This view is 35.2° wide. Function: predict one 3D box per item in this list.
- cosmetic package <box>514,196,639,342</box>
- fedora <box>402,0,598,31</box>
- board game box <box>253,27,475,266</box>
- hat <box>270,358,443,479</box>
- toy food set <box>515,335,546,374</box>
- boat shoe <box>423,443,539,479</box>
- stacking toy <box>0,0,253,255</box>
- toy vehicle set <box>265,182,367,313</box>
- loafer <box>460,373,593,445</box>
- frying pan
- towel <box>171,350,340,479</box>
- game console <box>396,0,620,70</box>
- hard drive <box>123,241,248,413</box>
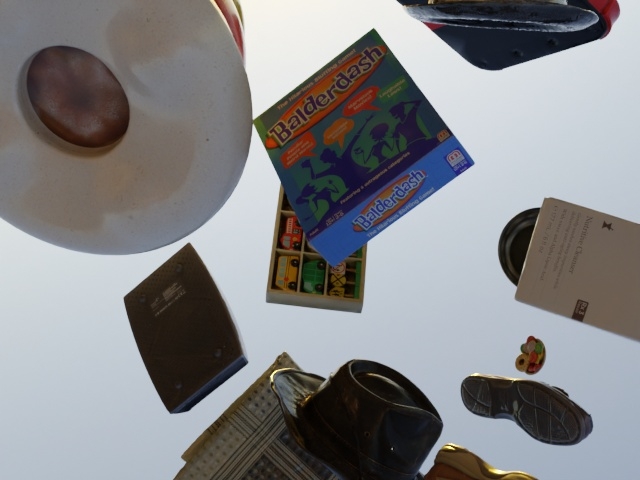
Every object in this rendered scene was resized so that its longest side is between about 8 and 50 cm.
[{"bbox_3d":[0.581,0.079,1.896,0.384,0.217,0.156,17,179,18],"label":"cosmetic package"},{"bbox_3d":[0.287,-0.416,1.593,0.333,0.153,0.334,5,-170,-1],"label":"fedora"},{"bbox_3d":[0.032,-0.095,0.963,0.160,0.047,0.210,-37,-140,9],"label":"board game box"},{"bbox_3d":[0.088,0.265,1.500,0.134,0.331,0.331,-50,-163,11],"label":"hat"},{"bbox_3d":[0.450,0.245,2.150,0.083,0.020,0.083,17,-89,65],"label":"toy food set"},{"bbox_3d":[0.227,0.356,1.262,0.116,0.123,0.324,-47,-162,-16],"label":"boat shoe"},{"bbox_3d":[-0.192,-0.239,1.141,0.350,0.351,0.480,-17,-154,23],"label":"stacking toy"},{"bbox_3d":[0.000,0.000,1.772,0.165,0.035,0.267,6,-127,-1],"label":"toy vehicle set"},{"bbox_3d":[0.391,0.297,1.867,0.095,0.109,0.302,-9,-169,-34],"label":"loafer"},{"bbox_3d":[0.542,0.047,2.189,0.053,0.326,0.197,95,14,-78],"label":"frying pan"},{"bbox_3d":[-0.072,0.425,1.864,0.324,0.312,0.056,-47,-168,-14],"label":"towel"},{"bbox_3d":[0.324,-0.457,1.878,0.386,0.342,0.060,-8,-129,58],"label":"game console"},{"bbox_3d":[-0.215,0.142,1.632,0.172,0.054,0.255,-40,-129,10],"label":"hard drive"}]
